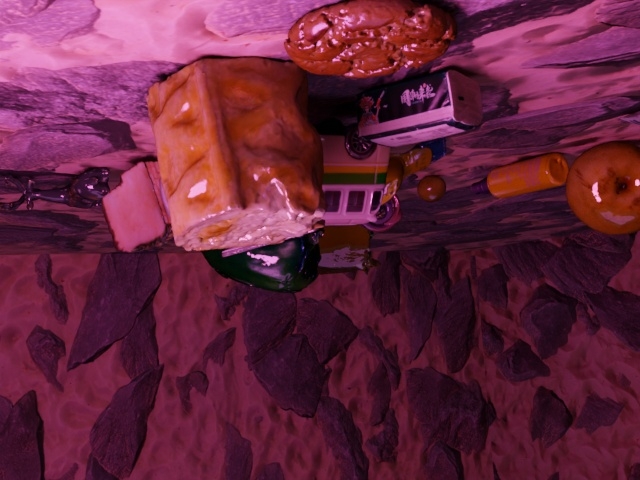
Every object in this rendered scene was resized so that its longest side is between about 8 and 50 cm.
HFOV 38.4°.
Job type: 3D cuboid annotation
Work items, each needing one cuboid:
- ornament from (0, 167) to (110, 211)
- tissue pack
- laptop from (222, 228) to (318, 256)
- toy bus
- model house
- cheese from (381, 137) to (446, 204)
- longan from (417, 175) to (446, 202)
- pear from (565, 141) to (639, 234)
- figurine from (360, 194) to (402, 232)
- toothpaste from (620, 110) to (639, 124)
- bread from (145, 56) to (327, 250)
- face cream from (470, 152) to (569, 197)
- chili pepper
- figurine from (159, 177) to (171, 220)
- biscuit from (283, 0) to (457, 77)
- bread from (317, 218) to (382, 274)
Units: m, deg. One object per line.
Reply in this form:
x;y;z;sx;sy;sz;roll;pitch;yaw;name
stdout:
-0.571;-0.103;1.906;0.236;0.080;0.202;0;173;-27;ornament
0.150;-0.198;1.396;0.170;0.090;0.103;-6;174;38;tissue pack
-0.051;-0.023;1.683;0.188;0.015;0.269;-15;-174;19;laptop
-0.046;-0.113;1.502;0.306;0.178;0.143;-1;-166;-26;toy bus
-0.322;-0.071;1.877;0.183;0.166;0.172;-22;177;41;model house
0.130;-0.129;1.809;0.270;0.069;0.177;-26;153;-3;cheese
0.278;-0.133;2.276;0.075;0.075;0.083;-11;-148;51;longan
0.635;-0.111;1.995;0.209;0.208;0.209;-4;174;0;pear
0.155;-0.093;2.423;0.114;0.126;0.157;-49;-175;20;figurine
0.643;-0.233;1.623;0.062;0.039;0.239;5;172;-32;toothpaste
-0.111;-0.122;1.264;0.239;0.252;0.196;-15;164;40;bread
0.458;-0.144;2.168;0.078;0.078;0.273;0;173;-34;face cream
-0.117;-0.015;1.964;0.257;0.248;0.233;14;165;6;chili pepper
-0.099;-0.121;1.731;0.394;0.226;0.274;-7;149;-43;figurine
0.062;-0.245;1.132;0.226;0.042;0.226;-3;173;0;biscuit
0.000;0.000;2.757;0.377;0.208;0.251;0;170;2;bread
